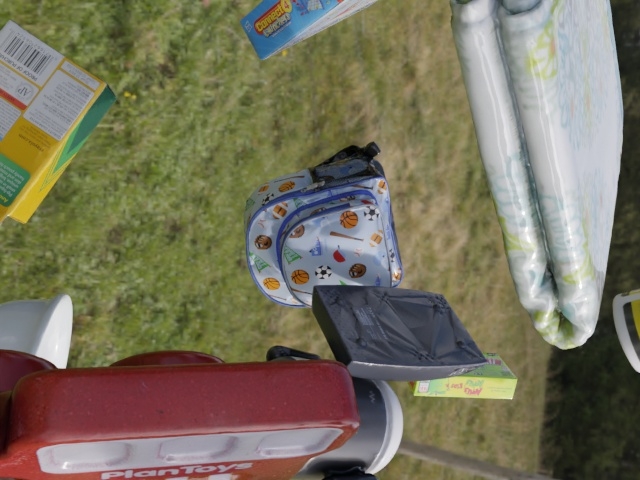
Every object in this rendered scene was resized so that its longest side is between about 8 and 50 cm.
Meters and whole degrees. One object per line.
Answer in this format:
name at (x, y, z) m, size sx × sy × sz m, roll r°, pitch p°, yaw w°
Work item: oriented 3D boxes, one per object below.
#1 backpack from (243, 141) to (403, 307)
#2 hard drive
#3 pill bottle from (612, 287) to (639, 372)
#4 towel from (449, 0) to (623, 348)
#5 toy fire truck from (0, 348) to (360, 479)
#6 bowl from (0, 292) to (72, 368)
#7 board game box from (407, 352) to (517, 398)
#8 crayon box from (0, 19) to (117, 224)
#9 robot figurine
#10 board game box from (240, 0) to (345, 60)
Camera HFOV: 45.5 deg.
backpack at (0.000, 0.000, 1.312) m, size 0.213 × 0.263 × 0.276 m, roll -90°, pitch 170°, yaw -67°
hard drive at (0.115, 0.143, 1.166) m, size 0.054 × 0.254 × 0.172 m, roll -63°, pitch -142°, yaw 31°
pill bottle at (0.524, 0.104, 1.047) m, size 0.119 × 0.208 × 0.119 m, roll 33°, pitch 46°, yaw -43°
towel at (0.228, -0.135, 0.752) m, size 0.320 × 0.090 × 0.374 m, roll -60°, pitch 138°, yaw -42°
toy fire truck at (-0.151, 0.130, 0.460) m, size 0.254 × 0.302 × 0.169 m, roll 117°, pitch -30°, yaw -55°
bowl at (-0.431, 0.202, 0.998) m, size 0.298 × 0.134 × 0.298 m, roll -167°, pitch -90°, yaw -81°
board game box at (0.240, 0.234, 1.339) m, size 0.092 × 0.181 × 0.043 m, roll -117°, pitch -146°, yaw -67°
crayon box at (-0.524, -0.177, 1.278) m, size 0.323 × 0.203 × 0.083 m, roll -56°, pitch 176°, yaw -8°
robot figurine at (-0.006, 0.264, 1.116) m, size 0.278 × 0.173 × 0.209 m, roll 17°, pitch 75°, yaw -43°
board game box at (0.052, -0.469, 1.379) m, size 0.308 × 0.302 × 0.086 m, roll -36°, pitch 101°, yaw -33°
